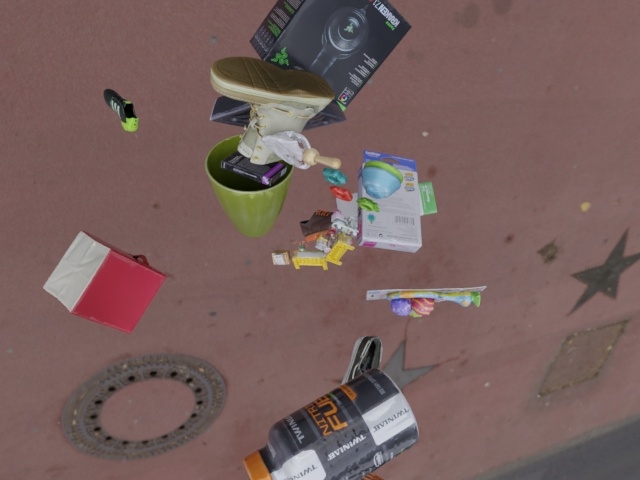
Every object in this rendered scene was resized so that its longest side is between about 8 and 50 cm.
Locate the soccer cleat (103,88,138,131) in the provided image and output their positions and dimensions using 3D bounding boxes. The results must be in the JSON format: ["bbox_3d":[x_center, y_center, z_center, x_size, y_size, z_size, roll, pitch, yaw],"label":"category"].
[{"bbox_3d":[-0.614,-0.417,1.481,0.060,0.179,0.072,-20,158,-47],"label":"soccer cleat"}]

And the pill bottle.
[{"bbox_3d":[0.012,0.303,0.709,0.246,0.130,0.130,-25,129,-18],"label":"pill bottle"}]

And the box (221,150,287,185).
[{"bbox_3d":[-0.195,-0.218,1.412,0.162,0.116,0.029,23,124,10],"label":"box"}]

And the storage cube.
[{"bbox_3d":[-0.584,0.111,1.300,0.193,0.184,0.215,41,75,-51],"label":"storage cube"}]

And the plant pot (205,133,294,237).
[{"bbox_3d":[-0.227,-0.151,1.586,0.275,0.274,0.293,-15,143,-17],"label":"plant pot"}]

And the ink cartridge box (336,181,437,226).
[{"bbox_3d":[0.233,-0.125,1.708,0.289,0.211,0.121,-10,91,-30],"label":"ink cartridge box"}]

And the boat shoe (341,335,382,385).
[{"bbox_3d":[0.105,0.345,1.200,0.078,0.070,0.219,22,68,-21],"label":"boat shoe"}]

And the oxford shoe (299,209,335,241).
[{"bbox_3d":[0.017,-0.079,1.876,0.271,0.098,0.097,-26,-176,38],"label":"oxford shoe"}]

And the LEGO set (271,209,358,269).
[{"bbox_3d":[0.000,0.000,1.301,0.132,0.107,0.287,36,138,-28],"label":"LEGO set"}]

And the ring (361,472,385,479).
[{"bbox_3d":[0.120,0.497,0.755,0.337,0.336,0.032,28,107,-37],"label":"ring"}]

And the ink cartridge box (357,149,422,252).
[{"bbox_3d":[0.208,-0.122,1.464,0.186,0.311,0.065,7,156,-11],"label":"ink cartridge box"}]

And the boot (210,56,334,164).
[{"bbox_3d":[-0.098,-0.195,0.753,0.213,0.077,0.165,-6,150,-43],"label":"boot"}]

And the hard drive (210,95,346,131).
[{"bbox_3d":[-0.080,-0.267,0.976,0.255,0.172,0.054,-7,92,-53],"label":"hard drive"}]

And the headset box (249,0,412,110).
[{"bbox_3d":[0.014,-0.462,1.086,0.246,0.131,0.283,26,115,-39],"label":"headset box"}]

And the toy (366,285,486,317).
[{"bbox_3d":[0.218,0.133,1.011,0.237,0.056,0.137,-5,164,3],"label":"toy"}]

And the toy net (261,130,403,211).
[{"bbox_3d":[0.015,-0.122,0.782,0.232,0.122,0.045,26,75,-7],"label":"toy net"}]
